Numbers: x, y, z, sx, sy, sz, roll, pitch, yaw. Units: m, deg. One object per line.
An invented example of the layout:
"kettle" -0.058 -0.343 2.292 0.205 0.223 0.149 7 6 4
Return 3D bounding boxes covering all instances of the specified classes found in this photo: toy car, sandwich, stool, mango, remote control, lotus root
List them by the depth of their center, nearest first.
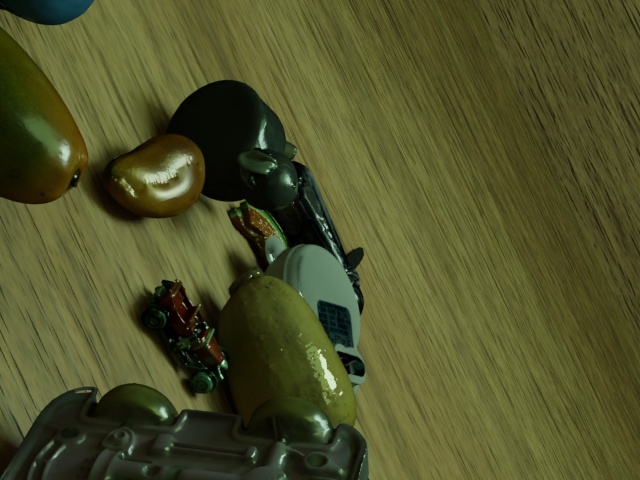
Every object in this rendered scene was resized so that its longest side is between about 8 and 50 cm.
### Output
"toy car" -0.125 0.290 1.247 0.242 0.336 0.226 -70 159 -58
"mango" -0.361 -0.160 1.406 0.146 0.129 0.289 -25 81 -48
"toy car" -0.161 0.117 1.626 0.143 0.054 0.073 56 25 -17
"mango" -0.212 -0.075 1.680 0.159 0.084 0.105 -27 91 -44
"lotus root" -0.043 0.176 1.693 0.131 0.146 0.303 1 63 -66
"stool" -0.114 -0.107 1.803 0.139 0.153 0.228 44 20 -55
"sandwich" -0.081 0.000 1.925 0.135 0.029 0.067 60 30 -12
"remote control" 0.000 0.000 1.990 0.066 0.090 0.266 -27 86 -27

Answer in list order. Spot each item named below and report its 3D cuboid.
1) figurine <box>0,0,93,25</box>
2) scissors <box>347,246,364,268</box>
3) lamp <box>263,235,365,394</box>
"figurine" -0.382 -0.410 1.498 0.298 0.243 0.416 25 46 -66
"scissors" 0.035 0.050 2.122 0.088 0.017 0.220 57 25 -5
"lamp" -0.017 0.118 1.845 0.179 0.108 0.246 18 51 -52
